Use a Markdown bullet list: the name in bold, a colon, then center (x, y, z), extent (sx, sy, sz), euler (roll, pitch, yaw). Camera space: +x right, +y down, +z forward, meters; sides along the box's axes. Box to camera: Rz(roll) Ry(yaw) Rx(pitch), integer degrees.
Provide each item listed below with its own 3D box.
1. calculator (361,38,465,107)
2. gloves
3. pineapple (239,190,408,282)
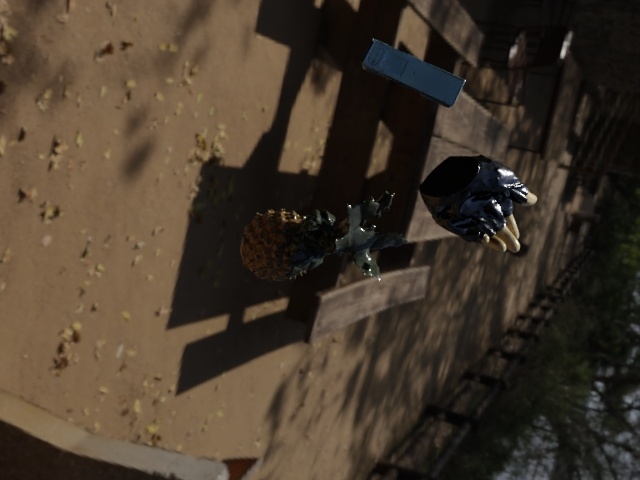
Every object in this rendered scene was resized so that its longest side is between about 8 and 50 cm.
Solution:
- **calculator**: center (0.153, -0.279, 1.322), extent (0.018, 0.172, 0.057), euler (31, 84, -84)
- **gloves**: center (0.276, -0.056, 1.328), extent (0.203, 0.164, 0.124), euler (45, 20, -46)
- **pineapple**: center (0.000, 0.000, 1.121), extent (0.130, 0.277, 0.119), euler (5, 84, -35)
